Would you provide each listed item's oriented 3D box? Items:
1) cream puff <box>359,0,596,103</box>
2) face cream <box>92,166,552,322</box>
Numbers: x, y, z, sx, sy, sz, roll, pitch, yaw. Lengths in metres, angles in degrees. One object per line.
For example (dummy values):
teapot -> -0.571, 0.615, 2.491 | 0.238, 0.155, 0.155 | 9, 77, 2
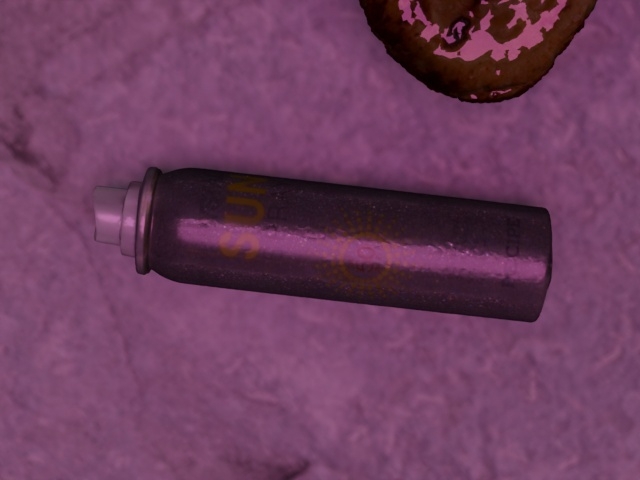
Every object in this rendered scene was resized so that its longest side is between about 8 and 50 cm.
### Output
cream puff -> 0.093, -0.157, 0.828 | 0.149, 0.084, 0.149 | -1, 105, -3
face cream -> 0.000, 0.000, 0.873 | 0.283, 0.073, 0.073 | 6, 104, -1
